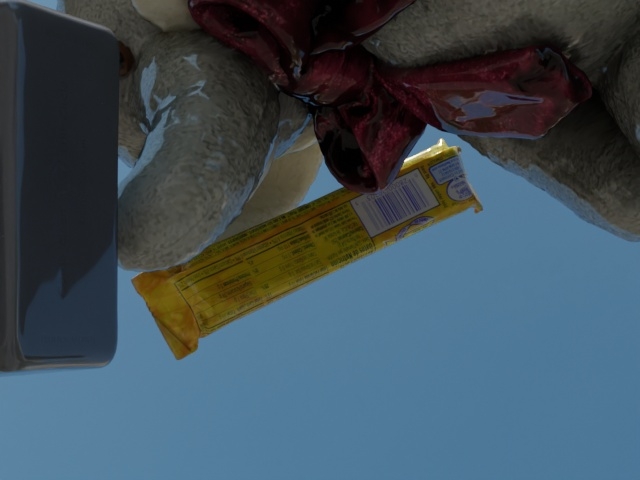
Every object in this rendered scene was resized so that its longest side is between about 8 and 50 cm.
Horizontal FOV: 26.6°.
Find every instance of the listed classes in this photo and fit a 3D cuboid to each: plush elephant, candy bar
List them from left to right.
[{"bbox_3d":[0.000,0.000,0.584,0.040,0.161,0.018,61,-19,12],"label":"candy bar"},{"bbox_3d":[0.001,-0.088,0.505,0.255,0.330,0.272,-30,-58,10],"label":"plush elephant"}]

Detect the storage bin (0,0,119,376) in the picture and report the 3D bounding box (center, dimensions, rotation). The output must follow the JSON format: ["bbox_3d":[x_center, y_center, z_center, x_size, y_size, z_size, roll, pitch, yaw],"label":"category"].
[{"bbox_3d":[-0.110,-0.012,0.420,0.091,0.098,0.135,-1,-94,26],"label":"storage bin"}]
